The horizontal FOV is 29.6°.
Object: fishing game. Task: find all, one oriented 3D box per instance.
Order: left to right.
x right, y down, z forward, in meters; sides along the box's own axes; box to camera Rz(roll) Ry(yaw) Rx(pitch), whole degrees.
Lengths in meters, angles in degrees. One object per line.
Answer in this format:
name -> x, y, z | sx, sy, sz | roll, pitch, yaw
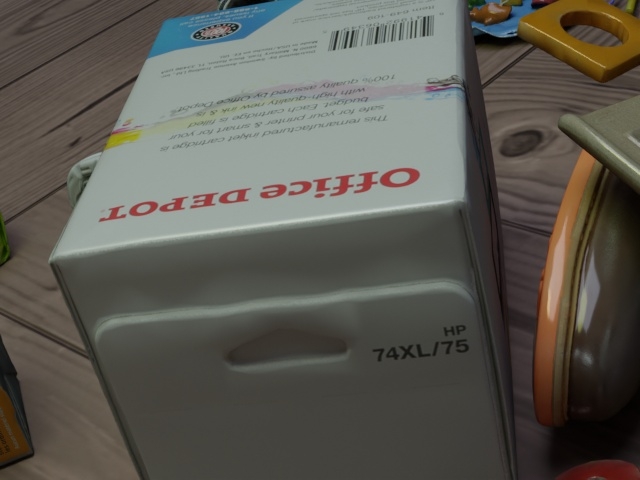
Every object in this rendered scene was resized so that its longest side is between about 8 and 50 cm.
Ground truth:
fishing game -> 0.169, -0.236, 1.141 | 0.264, 0.041, 0.189 | 2, 33, 26

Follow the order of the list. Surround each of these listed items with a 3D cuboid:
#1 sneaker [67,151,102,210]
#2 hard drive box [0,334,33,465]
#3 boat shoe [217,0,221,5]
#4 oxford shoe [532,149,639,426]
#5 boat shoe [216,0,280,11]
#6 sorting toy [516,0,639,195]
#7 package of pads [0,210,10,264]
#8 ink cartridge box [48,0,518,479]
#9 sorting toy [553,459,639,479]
sneaker -> -0.075, -0.062, 0.929 | 0.232, 0.090, 0.115 | 1, 32, 22
hard drive box -> -0.313, 0.081, 0.715 | 0.232, 0.181, 0.089 | -21, 34, -9
boat shoe -> 0.036, -0.317, 1.269 | 0.320, 0.103, 0.118 | -21, 45, -12
oxford shoe -> 0.231, -0.017, 0.698 | 0.132, 0.130, 0.364 | 17, 45, 29
boat shoe -> -0.052, -0.182, 1.087 | 0.108, 0.102, 0.301 | -10, 32, 8
sorting toy -> 0.240, -0.024, 0.607 | 0.196, 0.047, 0.348 | -17, 47, -29
package of pads -> -0.417, -0.002, 0.929 | 0.296, 0.101, 0.229 | -25, 32, -34
ink cartridge box -> 0.000, 0.000, 0.693 | 0.198, 0.197, 0.270 | -7, 33, 11
sorting toy -> 0.248, 0.084, 0.564 | 0.274, 0.046, 0.132 | -20, 13, -10
